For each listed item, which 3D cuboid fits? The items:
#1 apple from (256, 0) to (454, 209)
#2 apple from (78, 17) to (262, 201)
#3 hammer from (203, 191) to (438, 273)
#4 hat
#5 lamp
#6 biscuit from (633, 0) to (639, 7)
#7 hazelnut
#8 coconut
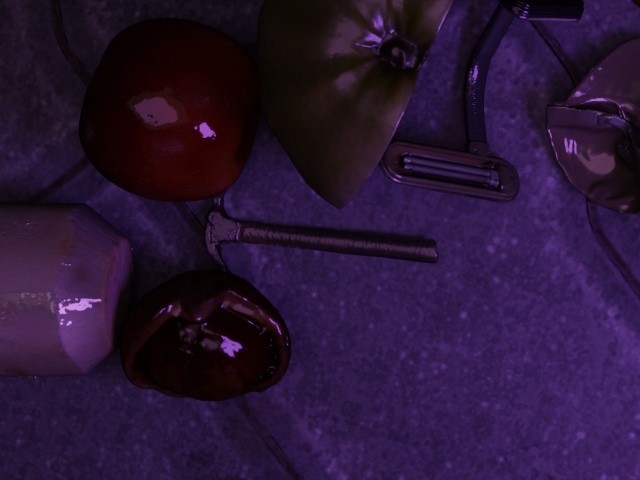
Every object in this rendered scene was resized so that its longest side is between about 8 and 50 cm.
[{"bbox_3d":[0.070,-0.222,1.574,0.312,0.360,0.320,-20,97,4],"label":"apple"},{"bbox_3d":[-0.176,-0.154,1.686,0.201,0.218,0.218,20,98,4],"label":"apple"},{"bbox_3d":[0.000,0.000,1.778,0.297,0.027,0.125,4,96,6],"label":"hammer"},{"bbox_3d":[0.381,-0.136,1.704,0.173,0.144,0.166,-34,59,-27],"label":"hat"},{"bbox_3d":[0.170,-0.195,1.652,0.203,0.124,0.283,-2,122,-35],"label":"lamp"},{"bbox_3d":[0.468,-0.314,1.683,0.183,0.039,0.174,-45,88,9],"label":"biscuit"},{"bbox_3d":[-0.145,0.123,1.733,0.202,0.160,0.170,-19,118,-18],"label":"hazelnut"},{"bbox_3d":[-0.348,0.059,1.734,0.241,0.241,0.241,1,96,7],"label":"coconut"}]
